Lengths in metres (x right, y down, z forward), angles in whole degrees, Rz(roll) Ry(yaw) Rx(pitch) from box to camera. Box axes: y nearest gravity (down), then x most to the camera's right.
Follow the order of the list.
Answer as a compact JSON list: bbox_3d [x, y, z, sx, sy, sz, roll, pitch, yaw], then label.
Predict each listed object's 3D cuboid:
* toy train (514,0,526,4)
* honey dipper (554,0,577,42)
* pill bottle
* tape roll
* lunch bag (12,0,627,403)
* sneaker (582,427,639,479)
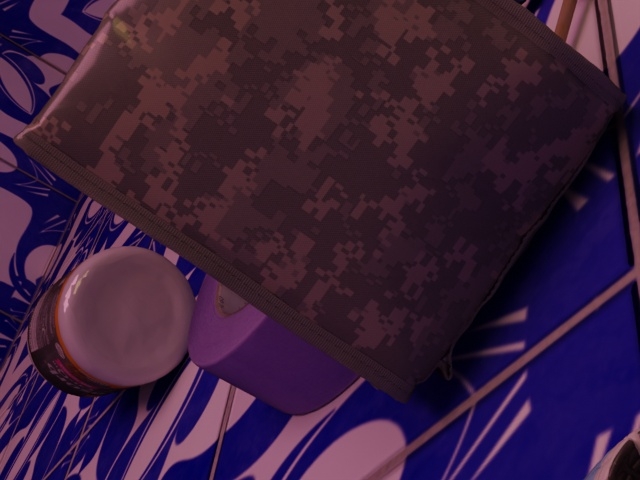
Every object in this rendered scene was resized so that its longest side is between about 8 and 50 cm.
[{"bbox_3d":[0.119,-0.174,0.901,0.158,0.027,0.036,-37,7,10],"label":"toy train"},{"bbox_3d":[0.171,-0.151,0.787,0.030,0.030,0.160,-30,35,58],"label":"honey dipper"},{"bbox_3d":[-0.266,0.108,1.361,0.278,0.162,0.162,-26,37,62],"label":"pill bottle"},{"bbox_3d":[0.000,0.000,0.912,0.275,0.090,0.275,-50,19,24],"label":"tape roll"},{"bbox_3d":[0.009,-0.068,0.687,0.235,0.287,0.169,-54,2,1],"label":"lunch bag"},{"bbox_3d":[0.106,0.154,0.432,0.162,0.063,0.073,-61,-1,-20],"label":"sneaker"}]
